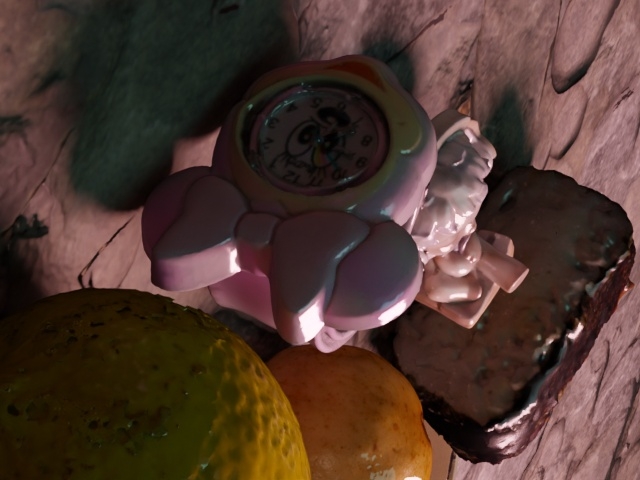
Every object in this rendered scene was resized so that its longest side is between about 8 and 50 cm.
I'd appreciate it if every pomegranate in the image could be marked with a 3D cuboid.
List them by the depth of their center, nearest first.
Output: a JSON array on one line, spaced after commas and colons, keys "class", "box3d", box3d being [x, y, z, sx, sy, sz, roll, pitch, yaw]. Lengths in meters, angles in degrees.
[{"class": "pomegranate", "box3d": [-0.002, 0.184, 1.211, 0.196, 0.196, 0.196, -39, 143, -38]}]

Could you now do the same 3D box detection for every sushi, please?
[{"class": "sushi", "box3d": [0.212, 0.068, 1.460, 0.343, 0.196, 0.182, -56, 163, -16]}]

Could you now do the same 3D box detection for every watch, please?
[{"class": "watch", "box3d": [0.000, 0.000, 1.053, 0.248, 0.211, 0.217, -59, 161, -27]}]

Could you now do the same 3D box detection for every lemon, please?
[{"class": "lemon", "box3d": [-0.131, 0.171, 0.892, 0.258, 0.258, 0.310, -50, 144, -25]}]

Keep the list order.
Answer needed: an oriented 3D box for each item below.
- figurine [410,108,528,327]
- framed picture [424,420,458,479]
[{"class": "figurine", "box3d": [0.111, -0.025, 1.248, 0.162, 0.141, 0.236, -54, 150, -23]}, {"class": "framed picture", "box3d": [0.115, 0.236, 1.594, 0.211, 0.020, 0.289, -34, 140, -44]}]
